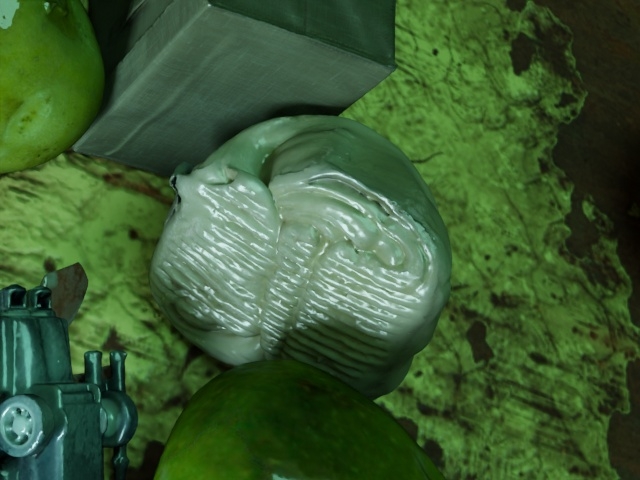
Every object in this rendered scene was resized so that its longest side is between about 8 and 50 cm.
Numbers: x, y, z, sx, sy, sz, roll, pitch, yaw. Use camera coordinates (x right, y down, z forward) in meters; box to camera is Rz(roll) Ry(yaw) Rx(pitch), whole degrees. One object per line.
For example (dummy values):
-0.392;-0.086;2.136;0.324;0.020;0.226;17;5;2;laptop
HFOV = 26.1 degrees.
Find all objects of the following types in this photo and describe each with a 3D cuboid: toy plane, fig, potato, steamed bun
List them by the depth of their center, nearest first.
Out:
-0.174;0.170;0.869;0.223;0.104;0.326;8;65;-62;toy plane
0.025;0.195;0.892;0.275;0.206;0.206;19;57;2;fig
-0.265;-0.144;0.927;0.253;0.148;0.186;39;81;-20;potato
-0.002;-0.001;0.979;0.211;0.218;0.144;28;47;9;steamed bun

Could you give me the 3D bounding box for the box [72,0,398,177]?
-0.068;-0.155;1.002;0.155;0.231;0.149;15;62;-26;box
